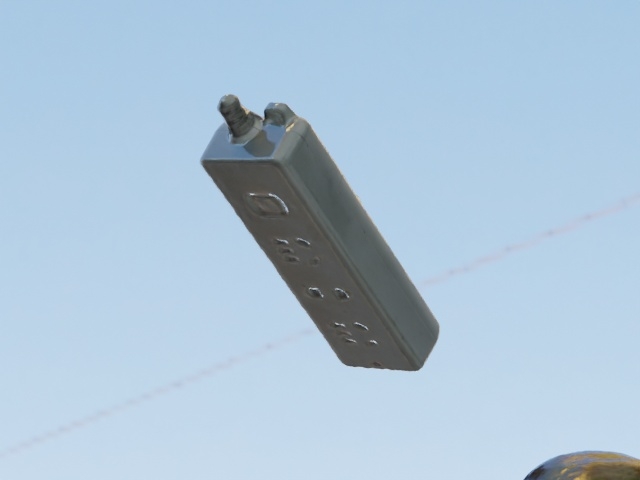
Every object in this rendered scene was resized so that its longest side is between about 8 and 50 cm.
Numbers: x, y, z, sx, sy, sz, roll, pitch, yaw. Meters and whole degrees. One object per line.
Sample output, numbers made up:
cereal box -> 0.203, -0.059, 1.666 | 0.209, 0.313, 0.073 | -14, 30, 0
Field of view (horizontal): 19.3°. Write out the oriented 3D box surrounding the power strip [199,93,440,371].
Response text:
power strip -> 0.000, 0.000, 1.634 | 0.098, 0.058, 0.338 | 3, -40, 39

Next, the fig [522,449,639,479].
fig -> 0.240, 0.194, 1.246 | 0.245, 0.149, 0.149 | -14, -49, -17
